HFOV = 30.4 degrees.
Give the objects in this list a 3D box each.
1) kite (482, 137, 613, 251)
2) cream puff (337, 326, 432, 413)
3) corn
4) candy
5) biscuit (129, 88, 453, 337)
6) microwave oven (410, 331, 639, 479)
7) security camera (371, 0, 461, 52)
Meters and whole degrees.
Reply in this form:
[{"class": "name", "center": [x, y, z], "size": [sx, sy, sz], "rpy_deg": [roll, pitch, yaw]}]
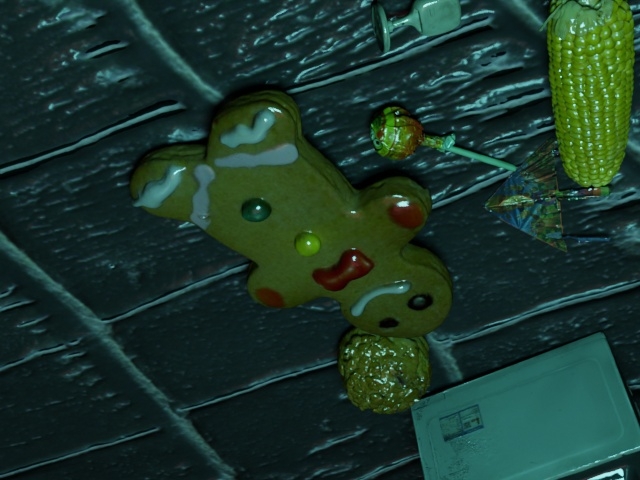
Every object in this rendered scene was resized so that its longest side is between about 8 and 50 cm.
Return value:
[{"class": "kite", "center": [0.279, -0.053, 1.450], "size": [0.160, 0.010, 0.182], "rpy_deg": [-7, 129, 10]}, {"class": "cream puff", "center": [0.088, 0.176, 1.592], "size": [0.126, 0.103, 0.144], "rpy_deg": [-12, 134, 7]}, {"class": "corn", "center": [0.295, -0.169, 1.289], "size": [0.091, 0.091, 0.260], "rpy_deg": [12, 140, 23]}, {"class": "candy", "center": [0.146, -0.107, 1.377], "size": [0.201, 0.060, 0.060], "rpy_deg": [13, 132, -25]}, {"class": "biscuit", "center": [-0.001, 0.001, 1.422], "size": [0.283, 0.064, 0.432], "rpy_deg": [-30, 124, 32]}, {"class": "microwave oven", "center": [0.302, 0.300, 1.629], "size": [0.295, 0.237, 0.181], "rpy_deg": [-22, 131, 12]}, {"class": "security camera", "center": [0.104, -0.238, 1.254], "size": [0.092, 0.058, 0.058], "rpy_deg": [-15, 133, -5]}]
